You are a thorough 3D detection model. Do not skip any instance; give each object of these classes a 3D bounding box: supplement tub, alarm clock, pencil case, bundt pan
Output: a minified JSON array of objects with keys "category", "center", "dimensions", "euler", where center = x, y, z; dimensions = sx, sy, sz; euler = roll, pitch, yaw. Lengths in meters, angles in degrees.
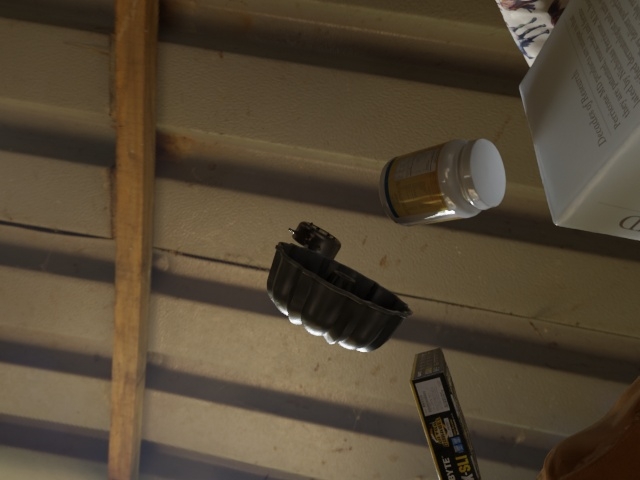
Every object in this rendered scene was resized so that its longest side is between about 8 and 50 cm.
[{"category":"supplement tub","center":[0.226,-0.107,0.897],"dimensions":[0.199,0.144,0.144],"euler":[-8,-68,47]},{"category":"alarm clock","center":[0.000,0.000,1.287],"dimensions":[0.129,0.192,0.064],"euler":[33,-86,23]},{"category":"pencil case","center":[0.513,-0.487,1.082],"dimensions":[0.410,0.160,0.183],"euler":[50,-33,-19]},{"category":"bundt pan","center":[0.027,0.131,1.038],"dimensions":[0.330,0.331,0.124],"euler":[25,-84,-5]}]

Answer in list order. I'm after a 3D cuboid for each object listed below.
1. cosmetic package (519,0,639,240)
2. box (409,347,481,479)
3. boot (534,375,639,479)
[{"category":"cosmetic package","center":[0.520,-0.231,0.603],"dimensions":[0.329,0.328,0.394],"euler":[10,-38,-4]},{"category":"box","center":[0.276,0.392,1.051],"dimensions":[0.079,0.322,0.257],"euler":[-20,-98,11]},{"category":"boot","center":[0.210,0.178,0.272],"dimensions":[0.104,0.295,0.211],"euler":[38,-85,5]}]
